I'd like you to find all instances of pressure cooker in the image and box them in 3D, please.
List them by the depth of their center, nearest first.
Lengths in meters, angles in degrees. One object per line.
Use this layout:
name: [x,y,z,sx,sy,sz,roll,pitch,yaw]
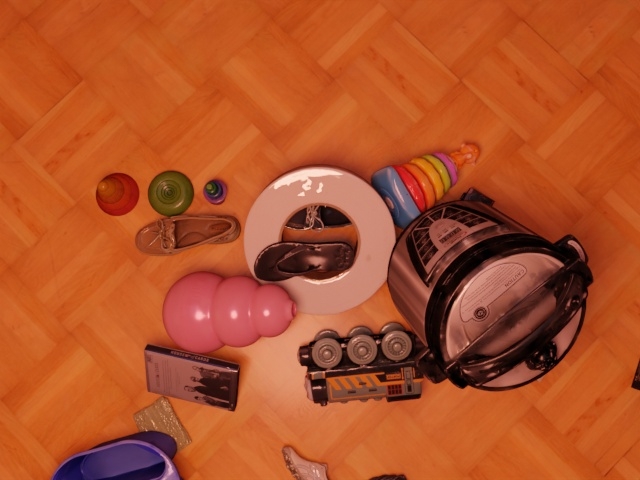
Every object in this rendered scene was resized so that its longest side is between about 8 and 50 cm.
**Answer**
pressure cooker: [0.380,0.125,1.370,0.375,0.420,0.370,4,110,-15]

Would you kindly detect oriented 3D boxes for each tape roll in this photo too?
tape roll: [0.000,0.000,1.548,0.391,0.072,0.392,0,104,1]

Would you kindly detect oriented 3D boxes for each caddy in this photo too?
caddy: [-0.492,0.612,1.483,0.341,0.179,0.241,-17,87,5]

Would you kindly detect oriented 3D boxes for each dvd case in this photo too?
dvd case: [-0.326,0.351,1.540,0.238,0.179,0.030,13,41,2]

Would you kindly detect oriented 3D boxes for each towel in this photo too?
towel: [-0.415,0.495,1.586,0.110,0.027,0.148,-32,85,-2]

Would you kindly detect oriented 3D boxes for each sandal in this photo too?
sandal: [-0.044,0.047,1.496,0.254,0.054,0.097,-10,104,4]

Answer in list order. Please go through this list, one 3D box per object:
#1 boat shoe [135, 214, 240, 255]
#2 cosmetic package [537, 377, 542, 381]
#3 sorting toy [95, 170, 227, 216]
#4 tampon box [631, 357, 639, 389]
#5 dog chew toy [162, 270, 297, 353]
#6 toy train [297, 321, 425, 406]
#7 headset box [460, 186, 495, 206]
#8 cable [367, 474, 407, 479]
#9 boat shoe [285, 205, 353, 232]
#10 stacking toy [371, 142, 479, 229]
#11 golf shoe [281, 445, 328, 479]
boat shoe: [-0.359,-0.024,1.609,0.285,0.089,0.105,-12,84,0]
cosmetic package: [0.537,0.310,1.584,0.115,0.041,0.060,36,86,4]
sorting toy: [-0.435,-0.134,1.606,0.365,0.126,0.127,0,84,2]
tampon box: [0.885,0.349,1.515,0.120,0.161,0.102,19,84,2]
dog chew toy: [-0.220,0.176,1.502,0.331,0.206,0.207,-4,83,19]
toy train: [0.111,0.322,1.548,0.333,0.142,0.190,-6,93,0]
headset box: [0.417,-0.100,1.636,0.083,0.032,0.062,33,85,3]
cable: [0.162,0.679,1.553,0.150,0.047,0.185,25,87,8]
boat shoe: [0.003,-0.068,1.614,0.254,0.079,0.095,4,92,3]
stacking toy: [0.297,-0.173,1.599,0.301,0.166,0.175,-32,94,-14]
golf shoe: [-0.029,0.591,1.562,0.086,0.069,0.176,-35,87,-23]
